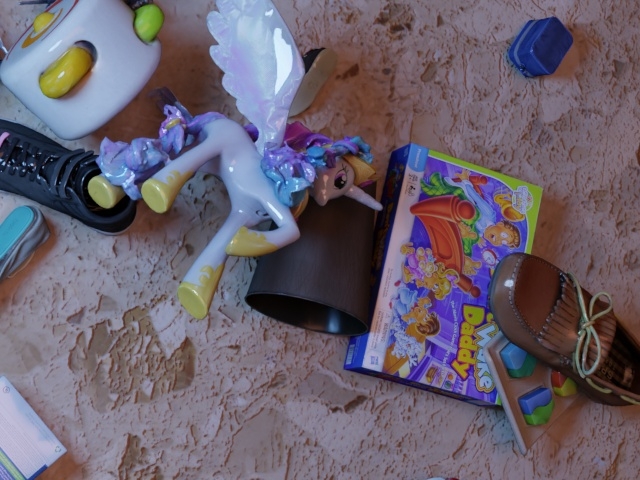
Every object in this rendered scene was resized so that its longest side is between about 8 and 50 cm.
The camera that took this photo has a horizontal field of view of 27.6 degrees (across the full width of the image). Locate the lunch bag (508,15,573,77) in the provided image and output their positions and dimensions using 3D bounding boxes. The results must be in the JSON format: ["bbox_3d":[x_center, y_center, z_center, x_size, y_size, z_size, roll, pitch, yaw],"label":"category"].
[{"bbox_3d":[0.349,-0.307,2.091,0.067,0.065,0.098,46,68,-26],"label":"lunch bag"}]

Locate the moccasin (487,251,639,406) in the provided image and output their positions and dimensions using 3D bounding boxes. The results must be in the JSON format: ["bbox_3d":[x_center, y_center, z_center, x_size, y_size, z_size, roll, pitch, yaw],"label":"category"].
[{"bbox_3d":[0.377,0.138,1.886,0.380,0.147,0.139,45,64,-33],"label":"moccasin"}]

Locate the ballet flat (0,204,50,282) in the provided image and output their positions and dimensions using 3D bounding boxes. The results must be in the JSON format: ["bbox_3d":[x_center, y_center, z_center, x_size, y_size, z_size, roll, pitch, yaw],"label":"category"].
[{"bbox_3d":[-0.442,0.044,1.742,0.072,0.068,0.213,28,66,31],"label":"ballet flat"}]

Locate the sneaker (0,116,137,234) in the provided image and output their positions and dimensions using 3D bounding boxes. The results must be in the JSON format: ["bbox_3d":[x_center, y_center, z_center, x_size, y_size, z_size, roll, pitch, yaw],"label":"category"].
[{"bbox_3d":[-0.369,-0.102,1.746,0.296,0.147,0.104,26,75,-14],"label":"sneaker"}]

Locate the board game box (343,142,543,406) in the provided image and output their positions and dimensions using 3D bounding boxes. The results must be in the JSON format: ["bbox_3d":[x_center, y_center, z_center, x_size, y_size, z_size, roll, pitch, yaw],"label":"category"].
[{"bbox_3d":[0.189,0.054,1.970,0.233,0.078,0.347,17,77,-18],"label":"board game box"}]

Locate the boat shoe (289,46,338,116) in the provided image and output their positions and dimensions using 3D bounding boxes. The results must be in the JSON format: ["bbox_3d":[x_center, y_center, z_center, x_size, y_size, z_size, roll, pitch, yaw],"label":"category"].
[{"bbox_3d":[-0.027,-0.236,1.952,0.133,0.042,0.049,-53,127,-18],"label":"boat shoe"}]

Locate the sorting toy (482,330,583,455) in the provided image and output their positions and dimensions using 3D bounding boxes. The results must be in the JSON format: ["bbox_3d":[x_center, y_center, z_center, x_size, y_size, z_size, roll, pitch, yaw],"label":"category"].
[{"bbox_3d":[0.335,0.192,1.970,0.208,0.038,0.193,-40,117,-38],"label":"sorting toy"}]

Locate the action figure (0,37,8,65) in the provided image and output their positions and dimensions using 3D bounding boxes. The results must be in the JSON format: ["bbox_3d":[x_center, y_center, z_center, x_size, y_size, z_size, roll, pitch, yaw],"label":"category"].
[{"bbox_3d":[-0.517,-0.346,1.745,0.185,0.099,0.285,-27,101,-40],"label":"action figure"}]

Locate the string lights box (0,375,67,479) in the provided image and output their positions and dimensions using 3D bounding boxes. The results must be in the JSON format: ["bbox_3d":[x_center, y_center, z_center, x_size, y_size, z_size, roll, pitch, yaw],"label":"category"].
[{"bbox_3d":[-0.474,0.309,1.685,0.260,0.077,0.133,-40,97,-21],"label":"string lights box"}]

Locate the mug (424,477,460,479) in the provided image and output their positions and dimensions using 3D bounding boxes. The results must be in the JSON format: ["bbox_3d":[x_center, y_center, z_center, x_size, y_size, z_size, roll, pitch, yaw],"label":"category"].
[{"bbox_3d":[0.193,0.437,1.902,0.150,0.113,0.169,-35,99,-20],"label":"mug"}]

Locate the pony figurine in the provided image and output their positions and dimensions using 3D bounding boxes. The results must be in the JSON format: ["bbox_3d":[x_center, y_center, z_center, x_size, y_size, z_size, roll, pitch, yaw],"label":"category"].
[{"bbox_3d":[-0.117,-0.114,1.704,0.351,0.303,0.363,49,48,8],"label":"pony figurine"}]

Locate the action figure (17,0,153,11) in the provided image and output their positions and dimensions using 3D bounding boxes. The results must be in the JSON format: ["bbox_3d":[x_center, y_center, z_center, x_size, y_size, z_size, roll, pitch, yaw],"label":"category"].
[{"bbox_3d":[-0.285,-0.379,1.828,0.276,0.141,0.164,-27,101,4],"label":"action figure"}]

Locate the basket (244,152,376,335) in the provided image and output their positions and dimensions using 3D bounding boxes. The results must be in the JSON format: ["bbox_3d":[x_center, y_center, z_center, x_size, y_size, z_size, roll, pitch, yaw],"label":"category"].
[{"bbox_3d":[0.000,0.000,1.870,0.204,0.154,0.227,26,67,-43],"label":"basket"}]

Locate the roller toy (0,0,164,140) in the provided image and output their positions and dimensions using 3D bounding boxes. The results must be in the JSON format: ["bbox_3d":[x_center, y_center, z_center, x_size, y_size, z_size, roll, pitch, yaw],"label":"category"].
[{"bbox_3d":[-0.320,-0.240,1.709,0.146,0.191,0.209,45,55,-25],"label":"roller toy"}]
